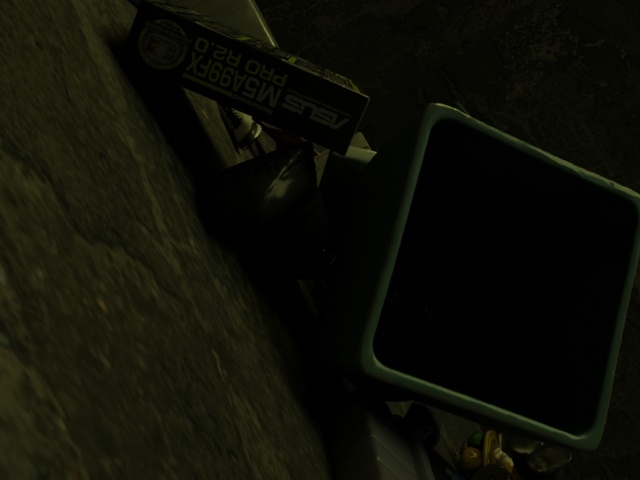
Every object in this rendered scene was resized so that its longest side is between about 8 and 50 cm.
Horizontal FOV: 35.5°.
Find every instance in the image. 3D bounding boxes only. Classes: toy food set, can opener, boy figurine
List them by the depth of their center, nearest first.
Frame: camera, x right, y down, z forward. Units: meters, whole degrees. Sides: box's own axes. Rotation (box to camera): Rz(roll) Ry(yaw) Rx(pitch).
[{"bbox_3d":[0.083,0.190,1.042,0.093,0.074,0.280,61,5,12],"label":"can opener"},{"bbox_3d":[0.363,0.441,1.754,0.177,0.092,0.285,46,-31,37],"label":"boy figurine"},{"bbox_3d":[0.289,0.416,1.851,0.218,0.071,0.128,34,56,-70],"label":"toy food set"}]

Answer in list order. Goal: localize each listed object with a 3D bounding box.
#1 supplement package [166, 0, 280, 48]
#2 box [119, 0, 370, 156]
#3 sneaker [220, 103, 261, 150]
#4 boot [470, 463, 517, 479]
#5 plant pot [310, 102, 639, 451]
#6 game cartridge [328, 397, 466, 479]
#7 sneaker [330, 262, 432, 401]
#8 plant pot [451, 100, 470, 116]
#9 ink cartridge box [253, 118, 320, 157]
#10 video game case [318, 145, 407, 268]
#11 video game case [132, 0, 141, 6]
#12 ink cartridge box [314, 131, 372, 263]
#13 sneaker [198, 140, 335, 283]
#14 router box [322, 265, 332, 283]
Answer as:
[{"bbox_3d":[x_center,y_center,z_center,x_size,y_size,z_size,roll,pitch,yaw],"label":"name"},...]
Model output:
[{"bbox_3d":[-0.119,-0.273,1.393,0.179,0.105,0.105,63,6,15],"label":"supplement package"},{"bbox_3d":[-0.065,-0.165,0.986,0.216,0.060,0.270,23,11,-5],"label":"box"},{"bbox_3d":[-0.107,-0.152,1.289,0.044,0.040,0.109,38,13,-31],"label":"sneaker"},{"bbox_3d":[0.345,0.533,1.675,0.269,0.089,0.236,60,7,-43],"label":"boot"},{"bbox_3d":[0.120,0.050,0.979,0.247,0.247,0.252,22,-16,-19],"label":"plant pot"},{"bbox_3d":[0.150,0.294,0.809,0.355,0.068,0.230,45,14,-15],"label":"game cartridge"},{"bbox_3d":[0.090,0.040,1.265,0.340,0.125,0.139,-104,-166,-52],"label":"sneaker"},{"bbox_3d":[0.203,-0.046,1.967,0.341,0.334,0.341,60,6,-11],"label":"plant pot"},{"bbox_3d":[-0.021,-0.097,1.487,0.232,0.066,0.189,35,-4,-24],"label":"ink cartridge box"},{"bbox_3d":[0.087,-0.028,1.097,0.173,0.191,0.022,109,-8,-54],"label":"video game case"},{"bbox_3d":[-0.232,-0.313,1.048,0.119,0.015,0.166,62,5,3],"label":"video game case"},{"bbox_3d":[0.017,-0.051,1.272,0.085,0.148,0.203,58,6,-15],"label":"ink cartridge box"},{"bbox_3d":[-0.033,-0.021,0.959,0.286,0.109,0.130,-25,95,-81],"label":"sneaker"},{"bbox_3d":[0.000,0.000,1.435,0.122,0.038,0.092,60,6,-8],"label":"router box"}]
